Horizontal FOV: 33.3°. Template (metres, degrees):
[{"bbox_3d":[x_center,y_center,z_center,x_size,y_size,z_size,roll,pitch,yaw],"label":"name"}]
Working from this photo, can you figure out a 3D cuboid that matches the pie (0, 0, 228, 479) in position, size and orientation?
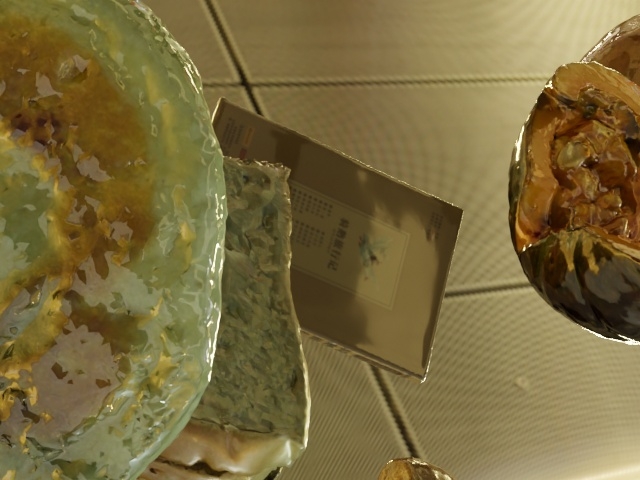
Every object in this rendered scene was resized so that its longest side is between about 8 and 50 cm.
[{"bbox_3d":[-0.143,0.005,0.415,0.240,0.241,0.054,21,-175,-2],"label":"pie"}]

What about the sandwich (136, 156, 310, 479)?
[{"bbox_3d":[-0.156,0.029,0.691,0.301,0.099,0.271,14,-140,-23],"label":"sandwich"}]

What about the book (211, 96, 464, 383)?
[{"bbox_3d":[0.000,0.000,1.147,0.310,0.021,0.217,24,-117,-15],"label":"book"}]

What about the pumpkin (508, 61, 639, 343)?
[{"bbox_3d":[0.170,-0.009,0.629,0.119,0.108,0.183,10,-135,-22],"label":"pumpkin"}]

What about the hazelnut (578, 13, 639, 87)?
[{"bbox_3d":[0.368,-0.149,1.189,0.176,0.214,0.214,30,-137,30],"label":"hazelnut"}]

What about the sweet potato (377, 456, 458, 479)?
[{"bbox_3d":[0.166,0.298,0.993,0.385,0.109,0.109,42,-145,-31],"label":"sweet potato"}]
